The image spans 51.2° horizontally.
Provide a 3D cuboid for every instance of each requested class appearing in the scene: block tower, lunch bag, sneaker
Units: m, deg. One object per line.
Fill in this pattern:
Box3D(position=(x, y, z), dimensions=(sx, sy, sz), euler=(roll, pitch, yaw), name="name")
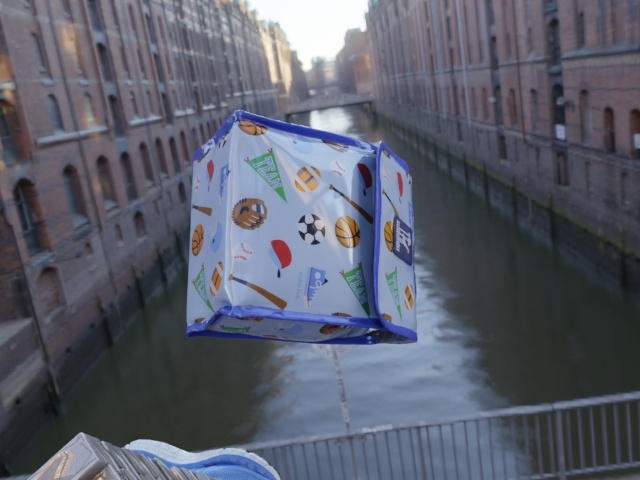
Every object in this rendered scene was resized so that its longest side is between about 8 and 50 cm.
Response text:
Box3D(position=(-0.149, 0.268, 0.617), dimensions=(0.091, 0.335, 0.097), euler=(-43, 63, -9), name="block tower")
Box3D(position=(0.000, 0.000, 1.093), dimensions=(0.385, 0.328, 0.239), euler=(11, -19, -30), name="lunch bag")
Box3D(position=(-0.207, 0.434, 1.114), dimensions=(0.330, 0.130, 0.147), euler=(-1, 34, 16), name="sneaker")
